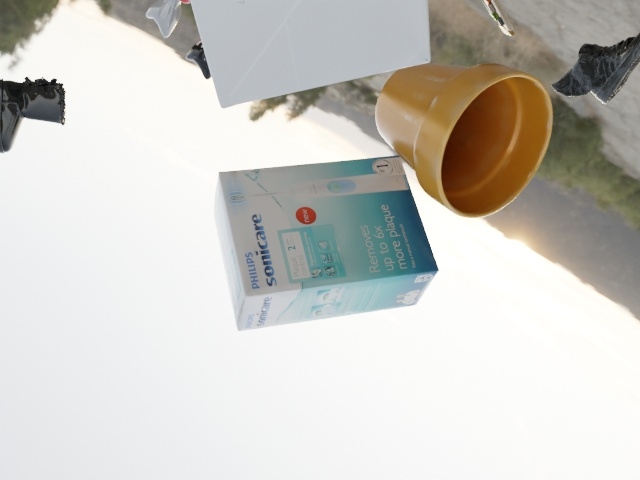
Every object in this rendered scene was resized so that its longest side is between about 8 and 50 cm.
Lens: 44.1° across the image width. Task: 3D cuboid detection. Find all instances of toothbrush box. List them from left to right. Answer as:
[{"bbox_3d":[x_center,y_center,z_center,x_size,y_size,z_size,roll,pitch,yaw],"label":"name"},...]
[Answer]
[{"bbox_3d":[0.000,0.000,1.208,0.295,0.126,0.216,-6,-119,-15],"label":"toothbrush box"}]

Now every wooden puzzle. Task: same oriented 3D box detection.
[{"bbox_3d":[0.256,-0.347,1.175,0.116,0.014,0.078,50,-169,-28],"label":"wooden puzzle"}]

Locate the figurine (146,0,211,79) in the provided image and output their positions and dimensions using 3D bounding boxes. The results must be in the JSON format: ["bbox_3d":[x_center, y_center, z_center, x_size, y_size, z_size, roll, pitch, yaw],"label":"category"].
[{"bbox_3d":[-0.250,-0.466,1.591,0.215,0.209,0.092,46,-142,10],"label":"figurine"}]

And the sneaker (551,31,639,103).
[{"bbox_3d":[0.424,-0.270,1.183,0.051,0.170,0.089,-34,-111,-34],"label":"sneaker"}]

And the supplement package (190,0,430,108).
[{"bbox_3d":[-0.024,-0.280,0.683,0.204,0.262,0.145,-13,-135,-2],"label":"supplement package"}]

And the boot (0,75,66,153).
[{"bbox_3d":[-0.428,-0.184,1.168,0.099,0.121,0.045,1,-158,-17],"label":"boot"}]

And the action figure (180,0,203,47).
[{"bbox_3d":[-0.184,-0.391,1.275,0.139,0.091,0.280,-26,-144,-28],"label":"action figure"}]

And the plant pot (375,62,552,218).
[{"bbox_3d":[0.183,-0.162,1.104,0.205,0.205,0.188,16,-164,-42],"label":"plant pot"}]
